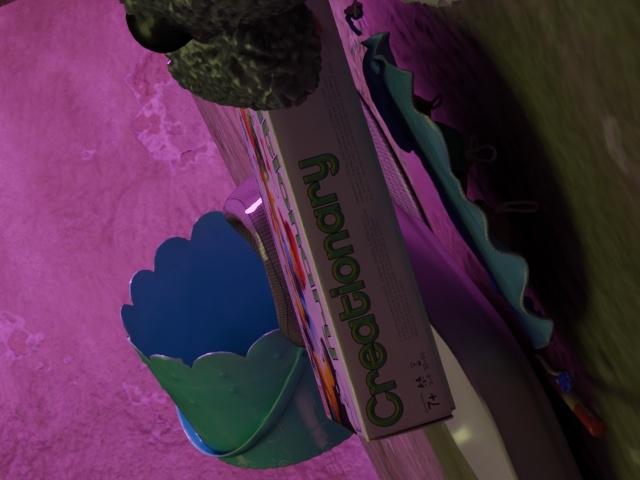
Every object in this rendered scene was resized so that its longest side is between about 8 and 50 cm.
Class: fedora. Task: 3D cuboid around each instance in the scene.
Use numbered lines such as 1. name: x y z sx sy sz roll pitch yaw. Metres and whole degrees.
1. fedora: 0.000 0.000 1.048 0.243 0.124 0.275 64 174 8

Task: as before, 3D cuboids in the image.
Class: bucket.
1. bucket: -0.060 0.099 1.382 0.183 0.281 0.281 65 175 -31

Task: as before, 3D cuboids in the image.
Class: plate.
1. plate: 0.106 0.104 0.832 0.278 0.045 0.277 63 176 -30

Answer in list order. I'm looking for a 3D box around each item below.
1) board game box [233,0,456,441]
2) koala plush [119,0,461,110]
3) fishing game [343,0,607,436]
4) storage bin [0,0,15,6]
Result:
1. board game box: -0.007 -0.042 0.739 0.193 0.053 0.305 139 114 -82
2. koala plush: -0.039 -0.146 0.459 0.196 0.203 0.221 23 -168 -23
3. fishing game: 0.077 -0.029 0.662 0.264 0.041 0.189 60 -178 -3
4. storage bin: -0.293 -0.368 1.491 0.260 0.262 0.123 -134 23 -74
